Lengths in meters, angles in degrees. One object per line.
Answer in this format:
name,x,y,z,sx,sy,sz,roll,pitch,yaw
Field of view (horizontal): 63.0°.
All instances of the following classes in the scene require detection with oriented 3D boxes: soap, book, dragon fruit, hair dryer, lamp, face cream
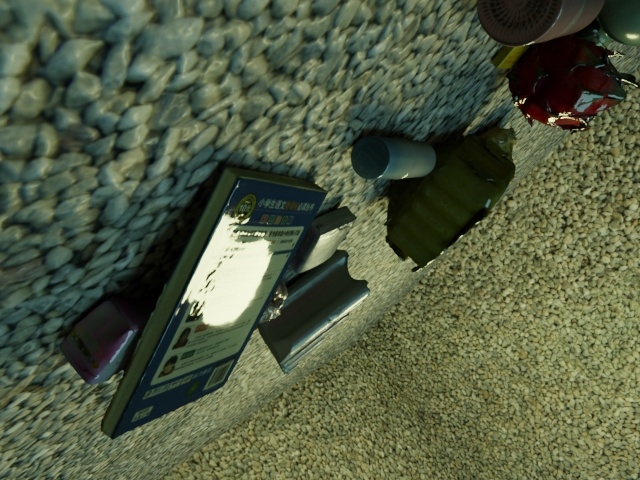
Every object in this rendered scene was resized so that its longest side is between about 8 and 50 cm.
soap,-0.025,0.198,1.396,0.302,0.159,0.258,-34,160,-15
book,-0.151,0.091,0.827,0.428,0.039,0.300,-61,160,12
dragon fruit,0.524,-0.328,1.097,0.193,0.273,0.193,-11,114,-66
hair dryer,0.370,-0.438,0.698,0.210,0.125,0.353,-27,153,-42
lamp,0.637,-0.482,1.093,0.197,0.198,0.243,-26,-178,-42
face cream,0.144,-0.154,0.984,0.077,0.077,0.250,-48,162,26

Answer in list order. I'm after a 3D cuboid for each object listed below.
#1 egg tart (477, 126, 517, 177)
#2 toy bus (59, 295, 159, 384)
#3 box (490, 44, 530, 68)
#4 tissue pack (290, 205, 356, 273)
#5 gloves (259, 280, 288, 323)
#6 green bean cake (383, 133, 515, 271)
egg tart,0.452,-0.178,1.521,0.351,0.150,0.352,-34,165,-10
toy bus,-0.266,0.147,0.830,0.112,0.090,0.274,-50,163,9
box,0.404,-0.404,1.014,0.086,0.023,0.155,-18,153,-47
tissue pack,0.000,0.000,1.122,0.112,0.051,0.156,-25,159,-36
gloves,-0.122,0.127,1.119,0.110,0.094,0.144,-38,177,38
green bean cake,0.294,-0.112,1.277,0.310,0.202,0.285,-51,174,35
